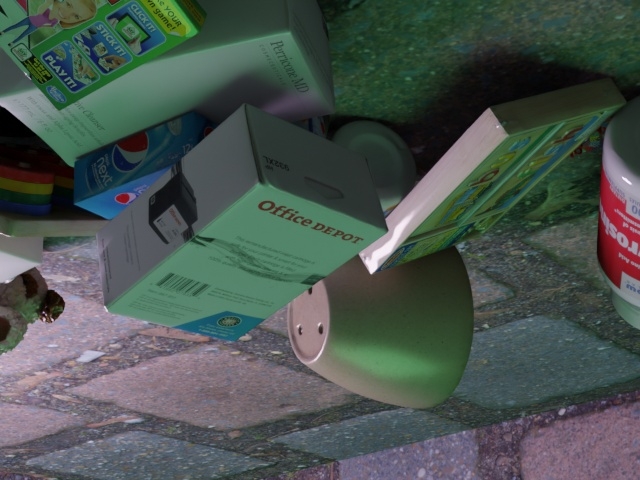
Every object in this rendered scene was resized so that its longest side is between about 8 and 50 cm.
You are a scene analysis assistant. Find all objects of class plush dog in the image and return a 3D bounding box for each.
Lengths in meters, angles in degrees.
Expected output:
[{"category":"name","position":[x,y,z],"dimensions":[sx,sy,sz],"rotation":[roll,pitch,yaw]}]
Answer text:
[{"category":"plush dog","position":[-0.594,0.123,2.081],"dimensions":[0.225,0.262,0.210],"rotation":[-37,153,-40]}]

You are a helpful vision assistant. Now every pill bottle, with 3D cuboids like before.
[{"category":"pill bottle","position":[0.562,-0.030,1.834],"dimensions":[0.229,0.229,0.407],"rotation":[-7,141,6]},{"category":"pill bottle","position":[0.033,-0.069,1.865],"dimensions":[0.152,0.152,0.272],"rotation":[7,154,-22]}]

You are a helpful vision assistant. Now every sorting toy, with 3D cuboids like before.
[{"category":"sorting toy","position":[-0.425,-0.081,1.663],"dimensions":[0.255,0.089,0.257],"rotation":[18,-169,33]}]

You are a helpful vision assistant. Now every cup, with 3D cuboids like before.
[{"category":"cup","position":[0.081,0.134,2.023],"dimensions":[0.237,0.331,0.331],"rotation":[3,156,-26]}]

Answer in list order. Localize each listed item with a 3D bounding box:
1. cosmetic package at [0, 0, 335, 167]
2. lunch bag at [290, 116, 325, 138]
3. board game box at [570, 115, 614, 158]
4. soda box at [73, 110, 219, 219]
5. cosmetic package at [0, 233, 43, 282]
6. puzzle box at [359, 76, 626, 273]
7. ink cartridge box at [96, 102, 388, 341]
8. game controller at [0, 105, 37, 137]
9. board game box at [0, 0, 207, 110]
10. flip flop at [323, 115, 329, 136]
[{"category":"cosmetic package","position":[-0.191,-0.234,1.458],"dimensions":[0.385,0.156,0.217],"rotation":[-10,156,15]},{"category":"lunch bag","position":[-0.143,-0.115,1.625],"dimensions":[0.303,0.243,0.115],"rotation":[-7,155,6]},{"category":"board game box","position":[0.415,-0.164,1.854],"dimensions":[0.133,0.033,0.168],"rotation":[-10,155,15]},{"category":"soda box","position":[-0.223,-0.096,1.497],"dimensions":[0.210,0.067,0.071],"rotation":[-19,153,28]},{"category":"cosmetic package","position":[-0.640,-0.048,1.810],"dimensions":[0.197,0.155,0.365],"rotation":[-21,151,35]},{"category":"puzzle box","position":[0.257,-0.095,1.776],"dimensions":[0.272,0.052,0.409],"rotation":[-17,160,-35]},{"category":"ink cartridge box","position":[-0.104,-0.011,1.455],"dimensions":[0.223,0.129,0.307],"rotation":[20,136,-42]},{"category":"game controller","position":[-0.529,-0.211,1.572],"dimensions":[0.319,0.067,0.166],"rotation":[4,155,-17]},{"category":"board game box","position":[-0.302,-0.308,1.229],"dimensions":[0.213,0.046,0.317],"rotation":[-23,123,26]},{"category":"flip flop","position":[-0.078,-0.127,1.800],"dimensions":[0.080,0.112,0.277],"rotation":[28,148,-27]}]
